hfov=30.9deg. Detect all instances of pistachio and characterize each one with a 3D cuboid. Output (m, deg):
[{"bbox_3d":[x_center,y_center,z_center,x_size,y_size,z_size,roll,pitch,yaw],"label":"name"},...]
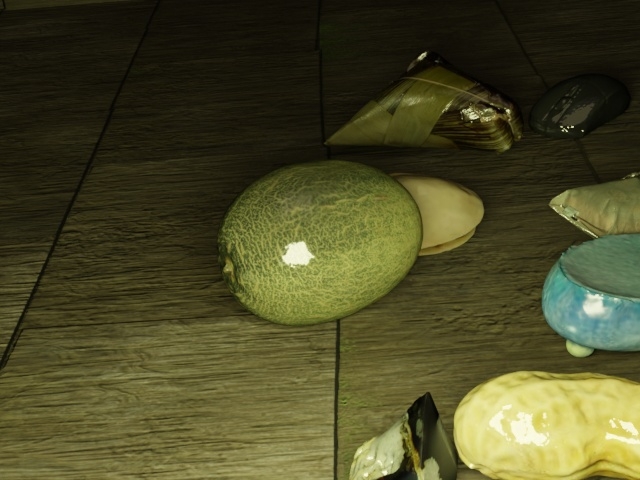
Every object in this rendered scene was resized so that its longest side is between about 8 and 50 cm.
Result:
[{"bbox_3d":[0.159,-0.045,1.939,0.223,0.126,0.152,-4,60,-9],"label":"pistachio"}]

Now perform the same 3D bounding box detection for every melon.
[{"bbox_3d":[0.000,0.000,1.740,0.329,0.248,0.248,-14,27,-29],"label":"melon"}]

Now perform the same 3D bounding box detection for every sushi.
[{"bbox_3d":[0.078,0.308,1.275,0.109,0.134,0.273,-10,39,20],"label":"sushi"}]

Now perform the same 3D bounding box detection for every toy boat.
[{"bbox_3d":[0.448,0.089,1.664,0.215,0.123,0.330,28,30,35],"label":"toy boat"}]

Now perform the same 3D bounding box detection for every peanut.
[{"bbox_3d":[0.311,0.227,1.365,0.305,0.147,0.147,0,27,0],"label":"peanut"}]

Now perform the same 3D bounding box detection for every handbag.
[{"bbox_3d":[0.518,-0.049,1.881,0.270,0.117,0.182,-8,25,-24],"label":"handbag"}]

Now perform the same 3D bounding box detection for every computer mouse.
[{"bbox_3d":[0.544,-0.292,2.400,0.137,0.086,0.270,20,37,41],"label":"computer mouse"}]

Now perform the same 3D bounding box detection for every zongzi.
[{"bbox_3d":[0.205,-0.216,2.286,0.317,0.154,0.289,-35,38,-13],"label":"zongzi"}]
